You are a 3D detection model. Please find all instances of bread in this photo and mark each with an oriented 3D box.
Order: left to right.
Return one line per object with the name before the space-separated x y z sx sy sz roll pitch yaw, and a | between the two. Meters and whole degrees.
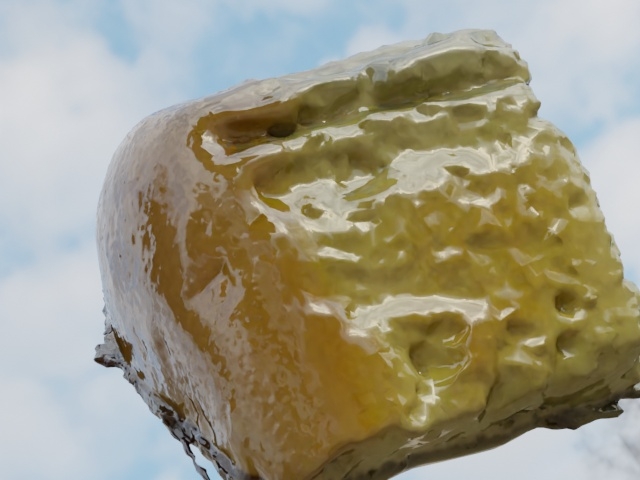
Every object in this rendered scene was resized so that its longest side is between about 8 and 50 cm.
bread | 0.000 0.000 0.726 0.204 0.262 0.162 -19 -65 -20
